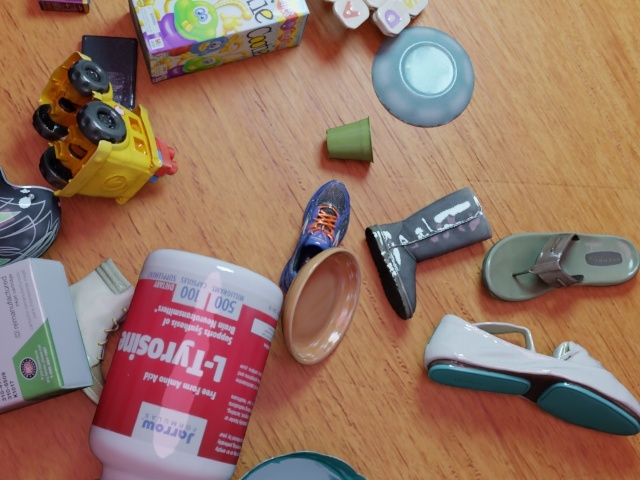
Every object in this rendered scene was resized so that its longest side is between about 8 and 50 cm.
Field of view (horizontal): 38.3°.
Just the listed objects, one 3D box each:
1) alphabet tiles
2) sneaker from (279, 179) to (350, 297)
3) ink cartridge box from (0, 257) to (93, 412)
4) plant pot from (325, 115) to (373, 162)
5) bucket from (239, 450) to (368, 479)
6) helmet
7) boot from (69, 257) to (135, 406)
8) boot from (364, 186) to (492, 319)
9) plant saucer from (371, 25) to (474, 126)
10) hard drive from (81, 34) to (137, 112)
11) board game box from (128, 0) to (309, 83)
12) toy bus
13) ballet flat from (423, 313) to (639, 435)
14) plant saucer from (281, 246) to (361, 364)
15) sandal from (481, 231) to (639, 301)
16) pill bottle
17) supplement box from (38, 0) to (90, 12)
[{"bbox_3d":[0.076,-0.503,1.626,0.284,0.021,0.278,51,54,-12],"label":"alphabet tiles"},{"bbox_3d":[0.000,0.000,1.558,0.083,0.087,0.221,20,78,-5],"label":"sneaker"},{"bbox_3d":[-0.513,0.165,1.392,0.278,0.117,0.201,-18,82,8],"label":"ink cartridge box"},{"bbox_3d":[0.050,-0.172,1.607,0.079,0.083,0.083,-6,81,2],"label":"plant pot"},{"bbox_3d":[-0.032,0.458,1.421,0.281,0.183,0.281,1,79,-8],"label":"bucket"},{"bbox_3d":[-0.498,-0.031,1.450,0.161,0.169,0.169,37,76,15],"label":"helmet"},{"bbox_3d":[-0.345,0.151,1.485,0.165,0.077,0.213,-33,85,-15],"label":"boot"},{"bbox_3d":[0.201,0.021,1.600,0.208,0.076,0.190,-16,85,-18],"label":"boot"},{"bbox_3d":[0.191,-0.304,1.668,0.194,0.037,0.195,2,79,-9],"label":"plant saucer"},{"bbox_3d":[-0.365,-0.286,1.586,0.094,0.022,0.135,2,80,-8],"label":"hard drive"},{"bbox_3d":[-0.177,-0.389,1.573,0.275,0.142,0.144,-17,83,-11],"label":"board game box"},{"bbox_3d":[-0.339,-0.172,1.503,0.211,0.149,0.220,12,47,-44],"label":"toy bus"},{"bbox_3d":[0.373,0.216,1.565,0.400,0.139,0.139,17,78,-5],"label":"ballet flat"},{"bbox_3d":[-0.003,0.103,1.502,0.037,0.200,0.200,19,75,30],"label":"plant saucer"},{"bbox_3d":[0.427,0.033,1.617,0.302,0.086,0.120,-8,81,-10],"label":"sandal"},{"bbox_3d":[-0.215,0.237,1.408,0.229,0.229,0.408,17,77,-5],"label":"pill bottle"},{"bbox_3d":[-0.441,-0.428,1.590,0.083,0.043,0.055,1,81,-8],"label":"supplement box"}]
